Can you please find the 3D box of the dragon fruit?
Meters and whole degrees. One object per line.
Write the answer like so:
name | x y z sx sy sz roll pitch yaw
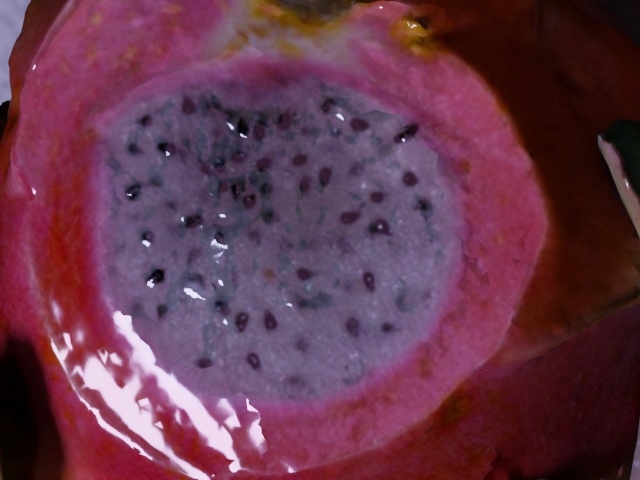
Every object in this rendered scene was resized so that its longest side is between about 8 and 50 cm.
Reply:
dragon fruit | 0.000 0.000 0.499 0.291 0.189 0.290 4 103 17
